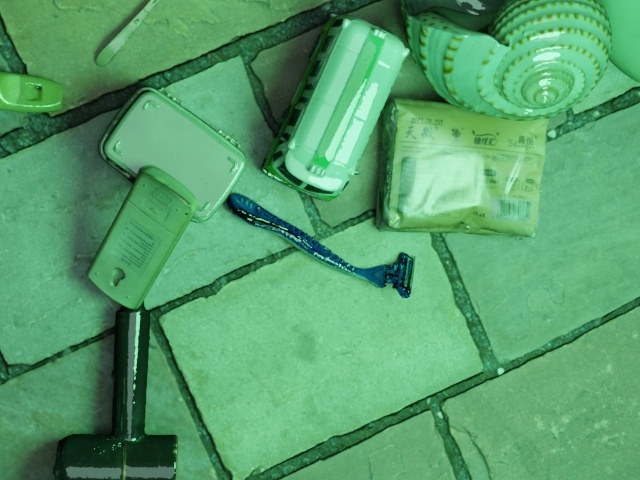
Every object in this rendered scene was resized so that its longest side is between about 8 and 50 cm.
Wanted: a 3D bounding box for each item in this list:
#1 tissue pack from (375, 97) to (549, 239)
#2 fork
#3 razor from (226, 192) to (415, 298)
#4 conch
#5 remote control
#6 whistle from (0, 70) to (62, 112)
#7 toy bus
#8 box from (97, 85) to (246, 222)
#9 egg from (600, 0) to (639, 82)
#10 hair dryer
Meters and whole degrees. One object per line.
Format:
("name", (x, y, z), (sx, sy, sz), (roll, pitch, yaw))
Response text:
("tissue pack", (0.224, -0.109, 1.746), (0.256, 0.123, 0.215), (3, 94, -12))
("fork", (-0.265, -0.347, 1.679), (0.034, 0.028, 0.219), (40, 93, -20))
("razor", (-0.004, 0.009, 1.755), (0.324, 0.093, 0.056), (23, 128, -9))
("conch", (0.272, -0.296, 1.664), (0.302, 0.319, 0.215), (-5, 117, -2))
("remote control", (-0.263, -0.002, 1.620), (0.098, 0.038, 0.233), (37, 123, 3))
("whistle", (-0.523, -0.226, 1.587), (0.294, 0.141, 0.141), (1, 97, -12))
("toy bus", (0.023, -0.201, 1.675), (0.133, 0.165, 0.276), (23, 92, -11))
("box", (-0.219, -0.128, 1.656), (0.210, 0.129, 0.148), (36, 89, -11))
("egg", (0.527, -0.424, 1.683), (0.276, 0.276, 0.389), (-9, 97, -9))
("hair dryer", (-0.314, 0.228, 1.711), (0.189, 0.107, 0.352), (1, 89, -9))
